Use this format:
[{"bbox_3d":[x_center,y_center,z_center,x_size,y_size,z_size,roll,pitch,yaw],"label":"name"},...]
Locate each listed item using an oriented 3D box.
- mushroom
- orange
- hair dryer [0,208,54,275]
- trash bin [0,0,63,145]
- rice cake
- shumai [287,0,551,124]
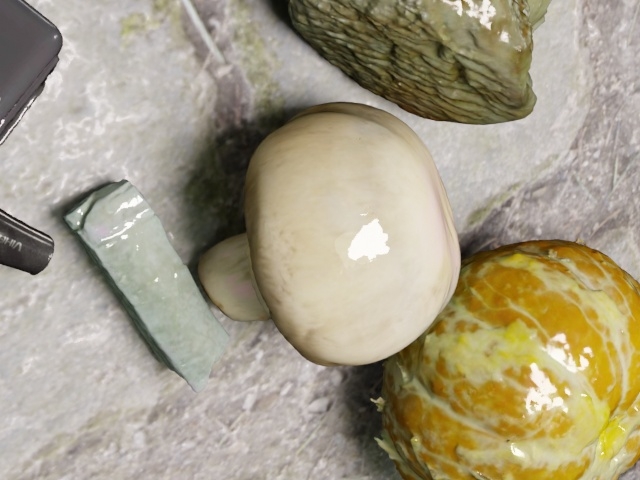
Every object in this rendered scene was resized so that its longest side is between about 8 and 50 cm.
[{"bbox_3d":[0.000,0.000,0.772,0.234,0.254,0.260,-13,140,18],"label":"mushroom"},{"bbox_3d":[0.211,0.151,0.904,0.329,0.249,0.329,-29,136,-33],"label":"orange"},{"bbox_3d":[-0.264,-0.092,0.655,0.195,0.075,0.219,28,82,-42],"label":"hair dryer"},{"bbox_3d":[-0.320,-0.134,0.498,0.290,0.182,0.209,36,73,-18],"label":"trash bin"},{"bbox_3d":[-0.148,0.038,0.763,0.069,0.063,0.206,-42,124,-21],"label":"rice cake"},{"bbox_3d":[0.107,-0.236,0.760,0.272,0.222,0.203,30,77,-59],"label":"shumai"}]
